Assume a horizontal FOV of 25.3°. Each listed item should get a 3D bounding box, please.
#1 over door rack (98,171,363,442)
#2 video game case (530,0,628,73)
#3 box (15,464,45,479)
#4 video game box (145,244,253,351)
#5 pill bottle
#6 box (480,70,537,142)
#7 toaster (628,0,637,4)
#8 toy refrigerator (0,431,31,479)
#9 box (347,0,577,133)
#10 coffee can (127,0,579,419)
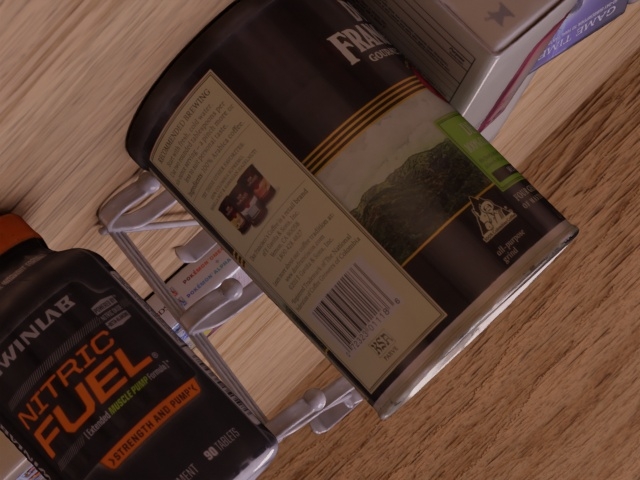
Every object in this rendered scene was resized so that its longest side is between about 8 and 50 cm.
[{"bbox_3d":[-0.055,0.053,1.250,0.108,0.239,0.324,-38,171,3],"label":"over door rack"},{"bbox_3d":[0.218,-0.249,1.226,0.196,0.026,0.274,-33,156,-21],"label":"video game case"},{"bbox_3d":[-0.369,0.270,1.430,0.293,0.057,0.201,-42,173,-10],"label":"box"},{"bbox_3d":[-0.131,0.065,1.584,0.187,0.048,0.205,-44,171,-13],"label":"video game box"},{"bbox_3d":[-0.155,0.095,0.955,0.130,0.245,0.130,-44,172,-7],"label":"pill bottle"},{"bbox_3d":[0.176,-0.211,1.393,0.113,0.094,0.275,-30,156,-52],"label":"box"},{"bbox_3d":[0.365,-0.363,1.602,0.186,0.110,0.168,-45,172,7],"label":"toaster"},{"bbox_3d":[-0.322,0.196,1.198,0.269,0.094,0.102,-43,178,1],"label":"toy refrigerator"},{"bbox_3d":[0.095,-0.174,1.146,0.127,0.148,0.232,-40,171,-24],"label":"box"},{"bbox_3d":[0.023,-0.035,1.053,0.201,0.275,0.201,-43,172,-8],"label":"coffee can"}]
